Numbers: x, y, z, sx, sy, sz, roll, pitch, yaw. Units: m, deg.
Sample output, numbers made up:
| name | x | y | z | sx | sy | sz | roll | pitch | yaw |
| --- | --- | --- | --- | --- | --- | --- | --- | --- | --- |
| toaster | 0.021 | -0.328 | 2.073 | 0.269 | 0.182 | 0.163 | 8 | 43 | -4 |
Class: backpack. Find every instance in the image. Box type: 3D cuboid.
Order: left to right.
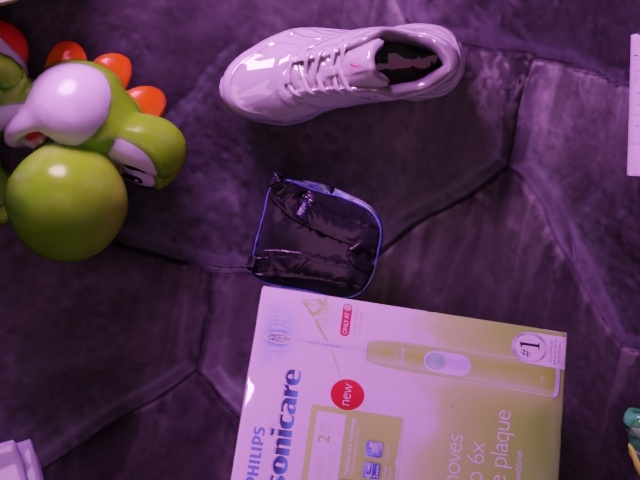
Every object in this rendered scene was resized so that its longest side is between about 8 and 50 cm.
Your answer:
| name | x | y | z | sx | sy | sz | roll | pitch | yaw |
| --- | --- | --- | --- | --- | --- | --- | --- | --- | --- |
| backpack | 0.000 | 0.000 | 1.621 | 0.114 | 0.084 | 0.105 | 15 | 93 | 4 |

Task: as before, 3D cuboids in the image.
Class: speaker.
| name | x | y | z | sx | sy | sz | roll | pitch | yaw |
| --- | --- | --- | --- | --- | --- | --- | --- | --- | --- |
| speaker | 0.315 | -0.125 | 1.634 | 0.055 | 0.055 | 0.136 | 1 | 92 | -1 |

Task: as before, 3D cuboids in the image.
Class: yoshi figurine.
| name | x | y | z | sx | sy | sz | roll | pitch | yaw |
| --- | --- | --- | --- | --- | --- | --- | --- | --- | --- |
| yoshi figurine | -0.307 | -0.096 | 1.574 | 0.362 | 0.203 | 0.203 | 21 | 108 | -4 |

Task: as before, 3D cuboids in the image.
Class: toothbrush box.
| name | x | y | z | sx | sy | sz | roll | pitch | yaw |
| --- | --- | --- | --- | --- | --- | --- | --- | --- | --- |
| toothbrush box | 0.068 | 0.176 | 1.570 | 0.283 | 0.122 | 0.206 | 9 | 60 | 0 |

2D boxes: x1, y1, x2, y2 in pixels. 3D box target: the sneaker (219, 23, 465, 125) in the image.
| name | x | y | z | sx | sy | sz | roll | pitch | yaw |
| --- | --- | --- | --- | --- | --- | --- | --- | --- | --- |
| sneaker | 0.020 | -0.160 | 1.599 | 0.232 | 0.115 | 0.090 | -11 | 92 | 0 |

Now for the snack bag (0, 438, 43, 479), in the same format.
| name | x | y | z | sx | sy | sz | roll | pitch | yaw |
| --- | --- | --- | --- | --- | --- | --- | --- | --- | --- |
| snack bag | -0.390 | 0.387 | 1.660 | 0.323 | 0.037 | 0.343 | -14 | 93 | 0 |

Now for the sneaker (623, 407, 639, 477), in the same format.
| name | x | y | z | sx | sy | sz | roll | pitch | yaw |
| --- | --- | --- | --- | --- | --- | --- | --- | --- | --- |
| sneaker | 0.414 | 0.129 | 1.618 | 0.295 | 0.109 | 0.123 | -33 | 96 | 1 |

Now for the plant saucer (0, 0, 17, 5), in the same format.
| name | x | y | z | sx | sy | sz | roll | pitch | yaw |
| --- | --- | --- | --- | --- | --- | --- | --- | --- | --- |
| plant saucer | -0.336 | -0.288 | 1.573 | 0.241 | 0.037 | 0.241 | 10 | 51 | -13 |
